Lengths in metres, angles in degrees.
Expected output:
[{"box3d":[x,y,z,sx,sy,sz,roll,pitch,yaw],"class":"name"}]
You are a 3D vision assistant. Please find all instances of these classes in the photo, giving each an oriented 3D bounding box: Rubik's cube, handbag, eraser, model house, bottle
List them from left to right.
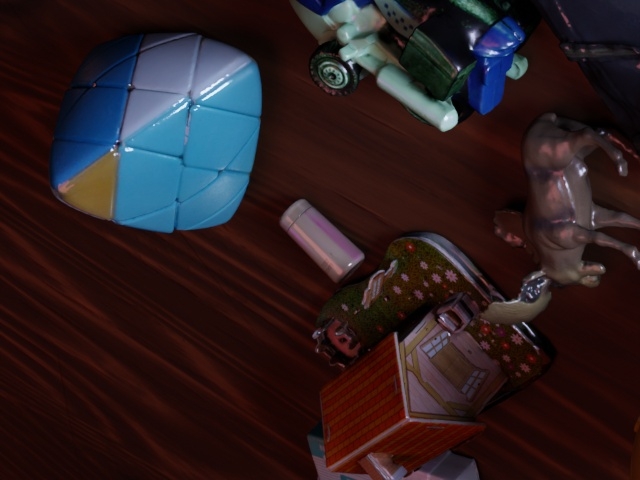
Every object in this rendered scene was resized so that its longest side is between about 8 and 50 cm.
[{"box3d":[-0.164,-0.110,1.359,0.254,0.254,0.254,27,139,26],"class":"Rubik's cube"},{"box3d":[0.000,0.000,1.435,0.096,0.045,0.045,44,143,7],"class":"bottle"},{"box3d":[0.071,0.147,1.406,0.207,0.154,0.294,46,144,1],"class":"model house"},{"box3d":[0.089,0.282,1.594,0.225,0.052,0.095,12,128,40],"class":"eraser"},{"box3d":[0.278,-0.145,0.988,0.211,0.089,0.254,-24,106,47],"class":"handbag"}]

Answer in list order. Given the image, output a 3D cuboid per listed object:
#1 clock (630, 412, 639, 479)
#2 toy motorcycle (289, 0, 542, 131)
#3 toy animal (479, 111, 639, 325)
[{"box3d":[0.366,0.158,0.985,0.244,0.317,0.200,27,145,25],"class":"clock"},{"box3d":[0.034,-0.236,1.131,0.331,0.125,0.196,43,144,14],"class":"toy motorcycle"},{"box3d":[0.213,-0.015,1.181,0.186,0.094,0.214,6,119,37],"class":"toy animal"}]
